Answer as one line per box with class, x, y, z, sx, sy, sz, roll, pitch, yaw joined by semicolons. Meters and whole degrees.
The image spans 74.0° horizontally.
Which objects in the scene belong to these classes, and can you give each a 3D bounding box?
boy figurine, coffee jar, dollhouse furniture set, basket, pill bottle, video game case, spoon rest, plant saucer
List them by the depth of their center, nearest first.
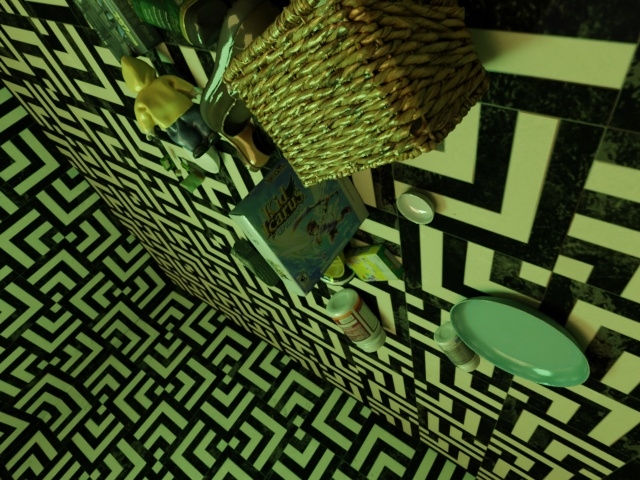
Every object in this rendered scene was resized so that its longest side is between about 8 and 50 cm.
basket;0.048;-0.237;0.593;0.223;0.213;0.299;52;153;-19
coffee jar;-0.266;-0.442;0.816;0.184;0.096;0.079;31;153;18
video game case;-0.030;-0.058;0.929;0.061;0.269;0.244;7;141;48
plant saucer;0.465;0.232;1.009;0.318;0.043;0.317;30;153;17
boy figurine;-0.388;-0.332;1.063;0.285;0.177;0.092;43;-178;-12
pill bottle;0.386;0.301;1.191;0.137;0.078;0.078;49;153;-20
spoon rest;-0.371;-0.296;1.221;0.137;0.084;0.276;26;152;26
pill bottle;0.127;0.276;1.453;0.121;0.121;0.221;1;135;53
dollhouse furniture set;-0.479;-0.240;1.471;0.152;0.076;0.058;33;155;15

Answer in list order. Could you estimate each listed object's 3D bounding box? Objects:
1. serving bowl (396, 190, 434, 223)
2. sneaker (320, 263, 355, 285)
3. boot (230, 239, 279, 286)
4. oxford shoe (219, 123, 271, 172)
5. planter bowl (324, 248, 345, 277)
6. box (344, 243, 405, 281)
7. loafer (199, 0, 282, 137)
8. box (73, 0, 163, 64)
serving bowl;0.200;-0.073;0.876;0.083;0.027;0.083;32;154;17
sneaker;-0.002;0.058;1.307;0.235;0.084;0.097;26;151;27
boot;-0.273;0.098;1.776;0.246;0.083;0.161;45;162;0
oxford shoe;-0.203;-0.277;1.065;0.076;0.076;0.212;-33;105;32
planter bowl;0.000;0.000;1.199;0.217;0.090;0.217;30;153;17
box;0.138;0.065;1.179;0.105;0.043;0.179;47;152;-18
loafer;-0.142;-0.301;0.836;0.130;0.134;0.366;41;155;-4
box;-0.497;-0.547;0.998;0.183;0.059;0.232;10;142;47
